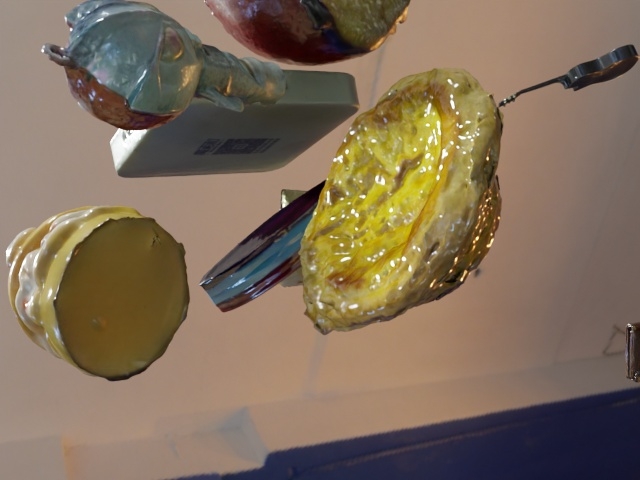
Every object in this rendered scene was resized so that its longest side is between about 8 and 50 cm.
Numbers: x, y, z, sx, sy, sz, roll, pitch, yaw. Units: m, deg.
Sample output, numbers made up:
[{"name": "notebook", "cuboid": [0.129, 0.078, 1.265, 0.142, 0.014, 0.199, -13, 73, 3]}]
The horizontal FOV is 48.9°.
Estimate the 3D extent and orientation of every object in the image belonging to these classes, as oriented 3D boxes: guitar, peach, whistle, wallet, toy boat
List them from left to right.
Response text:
[{"name": "whistle", "cuboid": [-0.169, -0.197, 0.821, 0.346, 0.142, 0.134, -8, -59, -56]}, {"name": "toy boat", "cuboid": [-0.070, 0.009, 1.201, 0.392, 0.136, 0.079, -36, -60, 29]}, {"name": "peach", "cuboid": [-0.033, -0.485, 1.184, 0.339, 0.417, 0.353, -24, -26, -39]}, {"name": "guitar", "cuboid": [0.406, -0.263, 1.163, 0.233, 0.025, 0.088, -20, -11, 4]}, {"name": "wallet", "cuboid": [0.517, 0.145, 1.008, 0.176, 0.026, 0.095, -10, -73, -15]}]

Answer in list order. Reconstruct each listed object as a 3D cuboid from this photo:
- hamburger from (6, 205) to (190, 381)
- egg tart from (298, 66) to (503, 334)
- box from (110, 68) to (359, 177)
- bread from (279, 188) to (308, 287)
[{"name": "hamburger", "cuboid": [-0.371, 0.068, 1.140, 0.276, 0.236, 0.277, -16, -68, -46]}, {"name": "egg tart", "cuboid": [0.101, -0.037, 0.822, 0.129, 0.341, 0.341, 26, -79, -29]}, {"name": "box", "cuboid": [-0.165, -0.211, 1.280, 0.372, 0.367, 0.091, -5, -102, -32]}, {"name": "bread", "cuboid": [0.000, 0.000, 1.467, 0.240, 0.135, 0.178, -2, -41, -40]}]
